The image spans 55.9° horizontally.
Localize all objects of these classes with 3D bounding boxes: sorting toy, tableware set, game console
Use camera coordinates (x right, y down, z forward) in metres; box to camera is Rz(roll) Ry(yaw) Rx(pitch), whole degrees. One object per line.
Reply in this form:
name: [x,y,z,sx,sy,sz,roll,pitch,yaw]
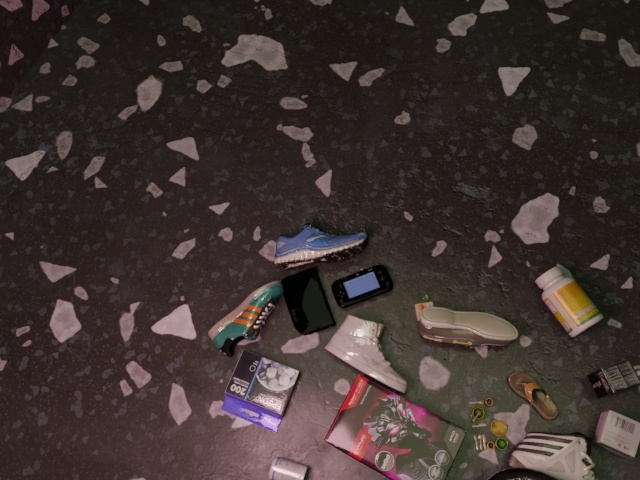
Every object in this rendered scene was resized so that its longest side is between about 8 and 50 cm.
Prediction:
sorting toy: [0.344,0.221,1.998,0.062,0.012,0.083,-10,69,4]
tableware set: [0.516,0.562,1.843,0.104,0.024,0.154,-5,69,5]
game console: [0.060,0.169,2.037,0.362,0.044,0.213,-20,69,-1]

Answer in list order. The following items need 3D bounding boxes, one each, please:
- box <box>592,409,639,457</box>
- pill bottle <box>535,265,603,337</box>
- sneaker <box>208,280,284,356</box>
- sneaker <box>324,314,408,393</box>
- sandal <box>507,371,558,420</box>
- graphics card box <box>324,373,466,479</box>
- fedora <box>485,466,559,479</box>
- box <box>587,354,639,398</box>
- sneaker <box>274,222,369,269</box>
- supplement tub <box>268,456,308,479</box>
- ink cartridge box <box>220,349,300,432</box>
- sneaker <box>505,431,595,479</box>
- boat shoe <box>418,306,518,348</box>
box: [0.868,0.565,1.763,0.101,0.087,0.101,23,75,15]
pill bottle: [0.776,0.189,1.901,0.118,0.117,0.208,-30,69,-5]
sneaker: [-0.224,0.264,2.009,0.302,0.108,0.121,-41,71,0]
sneaker: [0.177,0.348,1.921,0.293,0.108,0.169,30,79,18]
sandal: [0.656,0.471,1.845,0.072,0.049,0.180,-40,70,-8]
graphics card box: [0.225,0.595,1.830,0.371,0.094,0.232,26,74,15]
fedora: [0.545,0.760,1.560,0.334,0.152,0.333,-7,72,22]
box: [0.912,0.396,1.789,0.180,0.147,0.077,-19,68,-1]
sneaker: [0.000,0.000,2.063,0.330,0.129,0.147,-8,71,4]
supplement tub: [-0.097,0.709,1.839,0.107,0.071,0.070,14,72,12]
ink cartridge box: [-0.197,0.485,1.951,0.207,0.045,0.208,18,74,13]
sneaker: [0.756,0.696,1.684,0.448,0.169,0.257,30,78,19]
boat shoe: [0.465,0.287,1.917,0.305,0.091,0.109,9,34,8]
